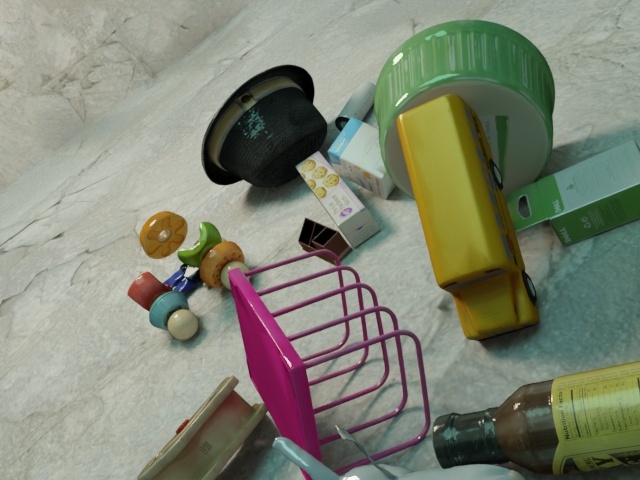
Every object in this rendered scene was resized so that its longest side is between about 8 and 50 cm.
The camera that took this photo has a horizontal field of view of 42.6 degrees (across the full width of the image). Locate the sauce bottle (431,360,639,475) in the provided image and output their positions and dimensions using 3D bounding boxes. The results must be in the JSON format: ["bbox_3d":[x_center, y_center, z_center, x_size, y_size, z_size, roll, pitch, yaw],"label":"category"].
[{"bbox_3d":[0.295,0.205,0.928,0.344,0.111,0.111,-18,35,31],"label":"sauce bottle"}]

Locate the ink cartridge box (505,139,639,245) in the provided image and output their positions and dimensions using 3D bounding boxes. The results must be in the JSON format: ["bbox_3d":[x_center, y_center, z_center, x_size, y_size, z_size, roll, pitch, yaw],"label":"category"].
[{"bbox_3d":[0.394,-0.061,1.238,0.209,0.062,0.109,-24,32,21],"label":"ink cartridge box"}]

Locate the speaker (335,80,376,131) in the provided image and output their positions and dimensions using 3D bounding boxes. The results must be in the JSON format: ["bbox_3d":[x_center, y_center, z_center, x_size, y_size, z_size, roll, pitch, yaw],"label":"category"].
[{"bbox_3d":[0.087,-0.309,1.903,0.055,0.055,0.136,-5,43,42],"label":"speaker"}]

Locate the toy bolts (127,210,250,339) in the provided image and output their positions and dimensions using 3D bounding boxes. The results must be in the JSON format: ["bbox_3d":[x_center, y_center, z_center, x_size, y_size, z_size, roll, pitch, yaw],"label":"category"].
[{"bbox_3d":[-0.267,0.077,1.611,0.158,0.218,0.228,38,91,33],"label":"toy bolts"}]

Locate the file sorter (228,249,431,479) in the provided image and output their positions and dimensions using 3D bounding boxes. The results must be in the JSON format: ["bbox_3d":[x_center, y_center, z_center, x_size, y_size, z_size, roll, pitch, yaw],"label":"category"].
[{"bbox_3d":[0.009,0.162,1.164,0.182,0.202,0.291,-17,28,-15],"label":"file sorter"}]

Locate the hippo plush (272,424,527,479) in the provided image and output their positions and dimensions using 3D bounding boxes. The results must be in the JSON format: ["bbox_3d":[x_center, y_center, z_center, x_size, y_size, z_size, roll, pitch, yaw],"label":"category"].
[{"bbox_3d":[0.100,0.346,0.790,0.234,0.294,0.236,-25,39,48],"label":"hippo plush"}]

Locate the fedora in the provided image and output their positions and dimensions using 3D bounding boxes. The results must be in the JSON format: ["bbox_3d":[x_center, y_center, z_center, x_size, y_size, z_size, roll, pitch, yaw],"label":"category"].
[{"bbox_3d":[-0.102,-0.227,1.848,0.334,0.334,0.152,-43,64,-10],"label":"fedora"}]

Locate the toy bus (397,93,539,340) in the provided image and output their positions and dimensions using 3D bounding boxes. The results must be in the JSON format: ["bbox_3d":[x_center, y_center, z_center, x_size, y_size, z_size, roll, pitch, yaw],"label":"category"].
[{"bbox_3d":[0.210,-0.031,1.176,0.108,0.130,0.333,-20,69,23],"label":"toy bus"}]

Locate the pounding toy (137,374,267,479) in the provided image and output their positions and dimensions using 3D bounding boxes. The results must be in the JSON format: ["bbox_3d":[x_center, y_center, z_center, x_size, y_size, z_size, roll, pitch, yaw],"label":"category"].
[{"bbox_3d":[-0.166,0.346,1.242,0.269,0.155,0.154,-48,3,-37],"label":"pounding toy"}]

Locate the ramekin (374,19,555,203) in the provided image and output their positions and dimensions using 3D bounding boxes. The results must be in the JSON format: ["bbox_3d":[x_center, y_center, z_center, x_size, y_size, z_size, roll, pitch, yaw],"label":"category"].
[{"bbox_3d":[0.235,-0.189,1.342,0.303,0.303,0.148,-21,35,24],"label":"ramekin"}]

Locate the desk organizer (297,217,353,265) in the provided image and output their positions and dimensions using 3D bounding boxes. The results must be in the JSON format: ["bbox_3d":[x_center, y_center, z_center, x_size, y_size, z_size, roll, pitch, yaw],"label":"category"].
[{"bbox_3d":[0.000,0.000,1.567,0.047,0.050,0.130,-44,31,-14],"label":"desk organizer"}]

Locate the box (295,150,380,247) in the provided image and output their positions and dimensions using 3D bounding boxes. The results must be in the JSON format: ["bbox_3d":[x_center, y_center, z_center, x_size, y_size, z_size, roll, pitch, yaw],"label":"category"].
[{"bbox_3d":[0.029,-0.090,1.651,0.067,0.063,0.324,-35,30,2],"label":"box"}]

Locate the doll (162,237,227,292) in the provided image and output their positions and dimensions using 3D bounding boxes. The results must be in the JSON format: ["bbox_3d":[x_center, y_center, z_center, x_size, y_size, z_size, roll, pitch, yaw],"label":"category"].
[{"bbox_3d":[-0.269,0.066,1.755,0.189,0.046,0.129,-41,40,-5],"label":"doll"}]

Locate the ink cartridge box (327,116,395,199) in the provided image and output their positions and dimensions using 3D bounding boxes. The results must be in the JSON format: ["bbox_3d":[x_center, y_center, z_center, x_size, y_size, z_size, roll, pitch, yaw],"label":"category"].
[{"bbox_3d":[0.102,-0.155,1.585,0.143,0.092,0.090,30,75,21],"label":"ink cartridge box"}]
